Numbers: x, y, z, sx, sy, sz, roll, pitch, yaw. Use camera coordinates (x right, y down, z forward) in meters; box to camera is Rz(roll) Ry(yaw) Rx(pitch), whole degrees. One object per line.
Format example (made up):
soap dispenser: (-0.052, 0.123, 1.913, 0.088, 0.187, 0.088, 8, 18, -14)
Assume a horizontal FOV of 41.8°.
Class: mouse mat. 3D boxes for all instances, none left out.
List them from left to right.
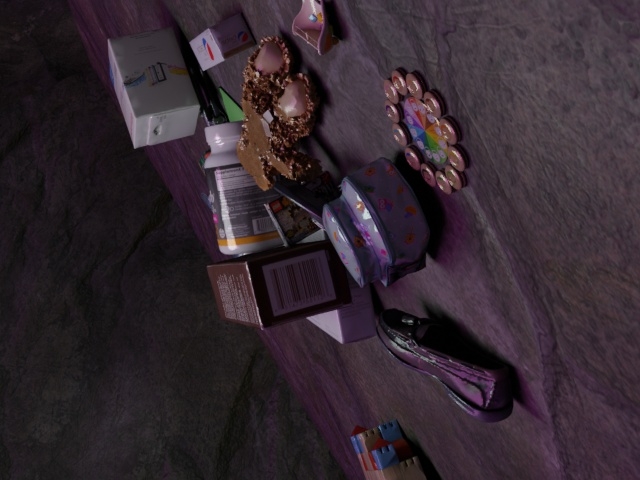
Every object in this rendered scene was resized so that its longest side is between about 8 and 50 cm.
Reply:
mouse mat: (-0.194, -0.272, 2.044, 0.152, 0.007, 0.190, 48, 160, 42)

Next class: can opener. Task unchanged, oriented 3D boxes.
can opener: (-0.288, -0.351, 2.107, 0.073, 0.059, 0.186, 18, 137, 50)

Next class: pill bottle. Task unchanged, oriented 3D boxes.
pill bottle: (-0.164, -0.118, 1.823, 0.162, 0.162, 0.279, -170, 70, -72)

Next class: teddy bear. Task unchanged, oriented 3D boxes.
teddy bear: (-0.070, -0.229, 1.535, 0.245, 0.113, 0.338, 45, 153, 28)

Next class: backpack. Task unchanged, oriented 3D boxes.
backpack: (0.085, -0.027, 1.266, 0.166, 0.144, 0.188, 62, 164, 19)

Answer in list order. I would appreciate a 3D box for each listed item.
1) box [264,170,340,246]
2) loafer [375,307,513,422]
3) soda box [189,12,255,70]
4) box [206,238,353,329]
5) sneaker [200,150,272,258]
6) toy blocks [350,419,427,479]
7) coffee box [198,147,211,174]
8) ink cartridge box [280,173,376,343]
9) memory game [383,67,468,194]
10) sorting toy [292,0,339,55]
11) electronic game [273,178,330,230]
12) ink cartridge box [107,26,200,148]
box: (-0.027, -0.060, 1.597, 0.094, 0.137, 0.027, 63, 163, -10)
loafer: (0.204, 0.177, 1.374, 0.302, 0.109, 0.095, 36, 134, 46)
soda box: (-0.199, -0.394, 1.678, 0.069, 0.074, 0.216, 64, 166, -13)
box: (-0.096, 0.087, 1.713, 0.381, 0.191, 0.143, 178, 79, -72)
sneaker: (-0.204, -0.057, 1.992, 0.131, 0.148, 0.350, -15, -76, -67)
toy blocks: (0.177, 0.582, 2.133, 0.381, 0.190, 0.261, 113, 138, -73)
coffee box: (-0.321, -0.211, 2.538, 0.113, 0.040, 0.184, 61, 166, -3)
ink cartridge box: (0.000, 0.000, 1.814, 0.308, 0.091, 0.385, -155, 55, -68)
memory game: (0.137, -0.143, 1.115, 0.186, 0.012, 0.186, 55, 165, 22)
sorting toy: (-0.006, -0.322, 1.213, 0.083, 0.044, 0.075, 48, 154, 43)
electronic game: (0.017, -0.040, 1.477, 0.229, 0.048, 0.229, 33, -177, -2)
ink cartridge box: (-0.422, -0.383, 2.114, 0.171, 0.168, 0.233, 123, 129, -67)
